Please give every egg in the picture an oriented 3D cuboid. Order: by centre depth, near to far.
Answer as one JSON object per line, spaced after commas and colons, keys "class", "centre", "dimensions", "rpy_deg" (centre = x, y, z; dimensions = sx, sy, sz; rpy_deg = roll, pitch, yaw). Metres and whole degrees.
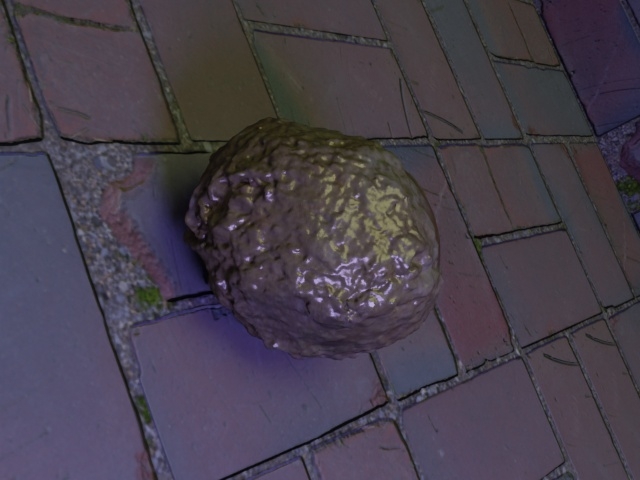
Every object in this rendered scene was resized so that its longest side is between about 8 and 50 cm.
{"class": "egg", "centre": [0.000, 0.000, 1.024], "dimensions": [0.310, 0.279, 0.279], "rpy_deg": [25, 44, -5]}
